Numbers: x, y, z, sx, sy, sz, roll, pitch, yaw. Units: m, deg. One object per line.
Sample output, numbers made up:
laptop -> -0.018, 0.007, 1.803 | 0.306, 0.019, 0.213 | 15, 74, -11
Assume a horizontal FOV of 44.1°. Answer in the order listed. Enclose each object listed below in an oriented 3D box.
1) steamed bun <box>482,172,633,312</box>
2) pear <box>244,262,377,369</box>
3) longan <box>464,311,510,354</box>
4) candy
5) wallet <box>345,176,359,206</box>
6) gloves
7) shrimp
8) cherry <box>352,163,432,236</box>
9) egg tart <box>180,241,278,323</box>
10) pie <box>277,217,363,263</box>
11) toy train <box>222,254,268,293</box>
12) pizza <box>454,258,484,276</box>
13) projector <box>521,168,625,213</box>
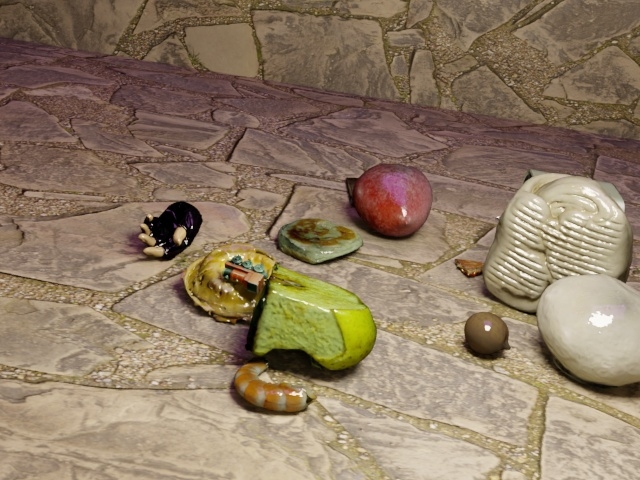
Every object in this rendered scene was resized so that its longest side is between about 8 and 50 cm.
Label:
steamed bun -> 0.606, -0.004, 1.961 | 0.342, 0.368, 0.255 | 21, 33, 16
pear -> -0.014, 0.169, 1.650 | 0.255, 0.164, 0.238 | 15, 12, -4
longan -> 0.375, 0.211, 1.763 | 0.113, 0.092, 0.113 | 31, 15, -9
candy -> 0.624, 0.184, 1.731 | 0.295, 0.185, 0.295 | 3, 48, -4
wallet -> 0.149, -0.156, 2.564 | 0.122, 0.031, 0.232 | 2, 23, -4
gloves -> -0.387, -0.020, 1.989 | 0.164, 0.124, 0.203 | 1, 38, 36
shrimp -> -0.086, 0.276, 1.531 | 0.161, 0.049, 0.166 | 6, 17, -2
cherry -> 0.212, -0.105, 2.290 | 0.239, 0.206, 0.239 | 9, 58, -14
egg tart -> -0.186, 0.088, 1.837 | 0.279, 0.095, 0.279 | 8, 29, -4
pie -> 0.000, 0.000, 2.145 | 0.240, 0.054, 0.240 | 6, 23, -2
toy train -> -0.170, 0.075, 1.749 | 0.103, 0.044, 0.064 | 20, 47, 13
pizza -> 0.406, 0.073, 2.156 | 0.100, 0.029, 0.099 | -9, 22, -39
projector -> 0.690, -0.044, 2.231 | 0.249, 0.248, 0.248 | 10, 24, 3
